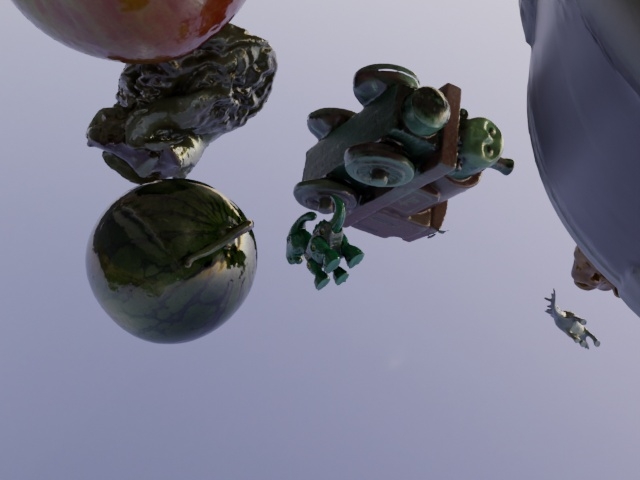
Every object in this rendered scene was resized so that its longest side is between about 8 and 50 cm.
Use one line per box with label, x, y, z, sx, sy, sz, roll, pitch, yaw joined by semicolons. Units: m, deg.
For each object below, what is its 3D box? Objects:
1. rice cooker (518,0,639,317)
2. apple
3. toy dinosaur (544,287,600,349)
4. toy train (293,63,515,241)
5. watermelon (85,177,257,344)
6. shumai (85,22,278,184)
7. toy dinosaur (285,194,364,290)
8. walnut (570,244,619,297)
rice cooker;0.257;-0.112;0.414;0.335;0.325;0.335;-3;-105;11
apple;-0.201;-0.336;0.906;0.302;0.301;0.301;-5;-147;3
toy dinosaur;0.443;0.143;1.598;0.039;0.209;0.082;-45;-136;-1
toy train;0.103;-0.101;1.142;0.221;0.304;0.150;18;-112;-23
watermelon;-0.111;0.013;0.741;0.187;0.140;0.140;-17;-158;39
shumai;-0.179;-0.169;1.143;0.189;0.256;0.218;26;-106;-8
toy dinosaur;0.000;0.000;1.072;0.059;0.132;0.096;-12;-126;-40
walnut;0.303;-0.006;0.817;0.170;0.143;0.069;-12;-132;-47
